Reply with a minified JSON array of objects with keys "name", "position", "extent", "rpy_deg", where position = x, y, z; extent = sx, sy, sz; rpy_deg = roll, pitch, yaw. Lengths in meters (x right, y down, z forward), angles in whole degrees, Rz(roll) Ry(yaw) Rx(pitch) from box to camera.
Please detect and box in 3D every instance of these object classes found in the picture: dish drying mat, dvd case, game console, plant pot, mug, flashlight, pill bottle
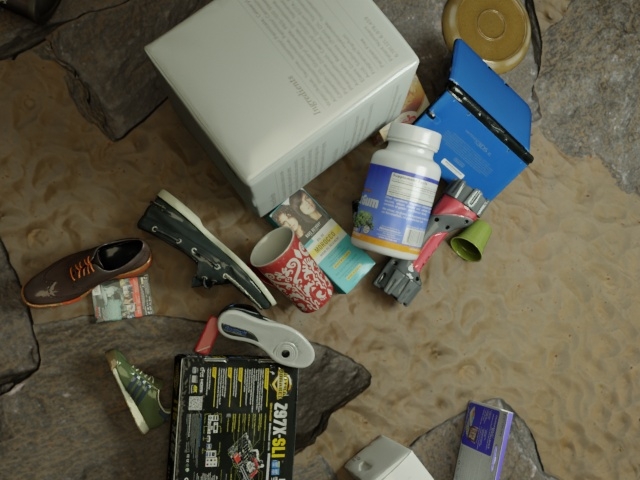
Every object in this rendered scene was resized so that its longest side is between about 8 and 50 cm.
[{"name":"dish drying mat","position":[-0.241,0.206,1.579],"extent":[0.032,0.008,0.083],"rpy_deg":[26,81,-9]},{"name":"dvd case","position":[-0.418,0.124,1.543],"extent":[0.119,0.013,0.087],"rpy_deg":[-8,87,-14]},{"name":"game console","position":[0.347,-0.269,1.703],"extent":[0.293,0.173,0.250],"rpy_deg":[35,109,-27]},{"name":"plant pot","position":[0.358,-0.006,1.703],"extent":[0.083,0.083,0.079],"rpy_deg":[42,66,-7]},{"name":"plant pot","position":[0.410,-0.520,1.775],"extent":[0.236,0.032,0.236],"rpy_deg":[1,86,-13]},{"name":"mug","position":[-0.064,0.064,1.572],"extent":[0.113,0.150,0.169],"rpy_deg":[-48,120,-14]},{"name":"flashlight","position":[0.254,0.008,1.642],"extent":[0.103,0.103,0.304],"rpy_deg":[34,91,-45]},{"name":"pill bottle","position":[0.167,-0.105,1.550],"extent":[0.152,0.152,0.272],"rpy_deg":[13,94,-12]}]

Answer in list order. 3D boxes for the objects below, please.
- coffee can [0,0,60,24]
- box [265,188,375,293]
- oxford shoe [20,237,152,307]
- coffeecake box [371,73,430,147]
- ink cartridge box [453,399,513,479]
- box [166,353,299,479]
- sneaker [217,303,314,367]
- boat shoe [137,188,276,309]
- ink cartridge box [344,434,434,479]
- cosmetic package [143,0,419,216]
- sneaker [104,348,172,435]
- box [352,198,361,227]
[{"name":"coffee can","position":[-0.656,-0.580,1.450],"extent":[0.275,0.201,0.201],"rpy_deg":[22,81,-10]},{"name":"box","position":[0.000,0.000,1.624],"extent":[0.244,0.060,0.100],"rpy_deg":[45,78,-6]},{"name":"oxford shoe","position":[-0.478,0.055,1.484],"extent":[0.271,0.098,0.097],"rpy_deg":[-25,79,-16]},{"name":"coffeecake box","position":[0.159,-0.329,1.683],"extent":[0.142,0.068,0.185],"rpy_deg":[-25,92,-15]},{"name":"ink cartridge box","position":[0.361,0.464,1.593],"extent":[0.045,0.208,0.206],"rpy_deg":[15,83,-8]},{"name":"box","position":[-0.182,0.402,1.523],"extent":[0.257,0.079,0.322],"rpy_deg":[5,84,-24]},{"name":"sneaker","position":[-0.113,0.189,1.552],"extent":[0.217,0.121,0.079],"rpy_deg":[27,97,-9]},{"name":"boat shoe","position":[-0.244,0.045,1.532],"extent":[0.340,0.127,0.113],"rpy_deg":[44,79,-4]},{"name":"ink cartridge box","position":[0.199,0.568,1.548],"extent":[0.117,0.207,0.283],"rpy_deg":[-38,94,-14]},{"name":"cosmetic package","position":[-0.071,-0.307,1.454],"extent":[0.394,0.329,0.327],"rpy_deg":[-37,84,-7]},{"name":"sneaker","position":[-0.369,0.299,1.516],"extent":[0.086,0.064,0.192],"rpy_deg":[-25,97,-15]},{"name":"box","position":[0.109,-0.052,1.657],"extent":[0.062,0.052,0.083],"rpy_deg":[-2,87,-13]}]
